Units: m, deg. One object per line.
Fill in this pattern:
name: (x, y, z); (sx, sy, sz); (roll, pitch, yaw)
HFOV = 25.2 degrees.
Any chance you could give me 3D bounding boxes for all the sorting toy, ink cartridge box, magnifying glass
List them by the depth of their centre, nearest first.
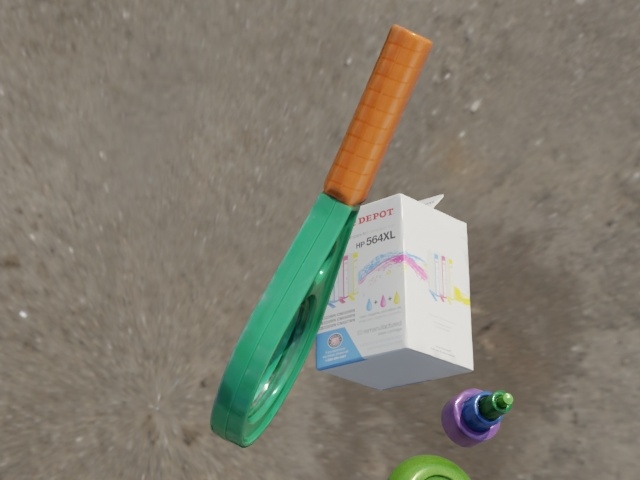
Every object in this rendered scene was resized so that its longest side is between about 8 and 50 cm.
magnifying glass: (0.000, 0.000, 0.735); (0.026, 0.092, 0.231); (27, 99, 12)
ink cartridge box: (0.056, 0.034, 1.128); (0.090, 0.092, 0.143); (22, 60, -47)
sorting toy: (0.143, 0.311, 1.624); (0.127, 0.126, 0.365); (33, 57, -9)
